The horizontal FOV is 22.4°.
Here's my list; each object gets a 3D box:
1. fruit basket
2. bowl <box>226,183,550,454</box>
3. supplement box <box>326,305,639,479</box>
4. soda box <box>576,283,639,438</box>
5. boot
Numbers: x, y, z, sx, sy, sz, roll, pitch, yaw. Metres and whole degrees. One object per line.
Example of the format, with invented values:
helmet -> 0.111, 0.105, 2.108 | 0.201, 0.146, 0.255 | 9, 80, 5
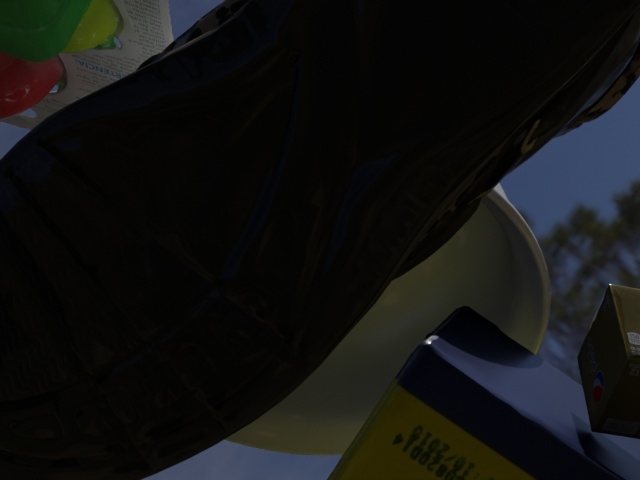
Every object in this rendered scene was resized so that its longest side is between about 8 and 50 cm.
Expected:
fruit basket -> -0.239, -0.183, 1.081 | 0.353, 0.327, 0.165 | 85, -155, -67
bowl -> 0.000, 0.000, 1.056 | 0.134, 0.298, 0.298 | -86, 2, -45
supplement box -> 0.052, 0.242, 0.915 | 0.356, 0.194, 0.195 | -57, -7, 9
soda box -> 0.235, 0.076, 0.867 | 0.181, 0.061, 0.058 | 10, -52, -9
boot -> 0.018, -0.051, 0.692 | 0.377, 0.138, 0.284 | -45, -6, 18
